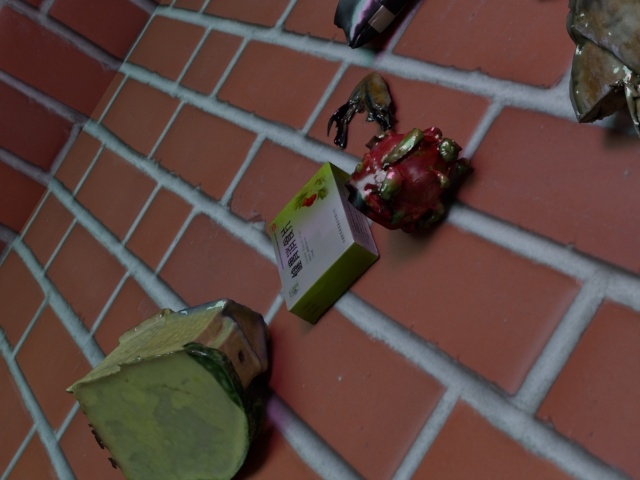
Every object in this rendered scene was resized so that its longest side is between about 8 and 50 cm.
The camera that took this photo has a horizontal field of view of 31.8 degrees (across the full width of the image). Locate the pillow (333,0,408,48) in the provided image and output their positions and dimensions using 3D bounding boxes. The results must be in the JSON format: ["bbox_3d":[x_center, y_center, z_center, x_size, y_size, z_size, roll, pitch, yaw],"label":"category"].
[{"bbox_3d":[0.122,-0.496,2.198,0.250,0.106,0.186,-49,22,13],"label":"pillow"}]

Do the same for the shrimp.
[{"bbox_3d":[0.074,-0.230,2.078,0.152,0.046,0.219,-48,26,16],"label":"shrimp"}]

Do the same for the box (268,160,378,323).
[{"bbox_3d":[0.000,-0.001,1.960,0.175,0.062,0.260,-47,32,21],"label":"box"}]

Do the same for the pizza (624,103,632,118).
[{"bbox_3d":[0.473,-0.275,1.477,0.226,0.069,0.147,-38,37,32],"label":"pizza"}]

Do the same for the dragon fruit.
[{"bbox_3d":[0.136,-0.102,1.755,0.172,0.160,0.166,-53,6,11],"label":"dragon fruit"}]

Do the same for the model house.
[{"bbox_3d":[-0.214,0.248,1.935,0.321,0.261,0.266,-19,20,27],"label":"model house"}]

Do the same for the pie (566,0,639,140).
[{"bbox_3d":[0.416,-0.238,1.381,0.337,0.075,0.337,37,133,53],"label":"pie"}]
